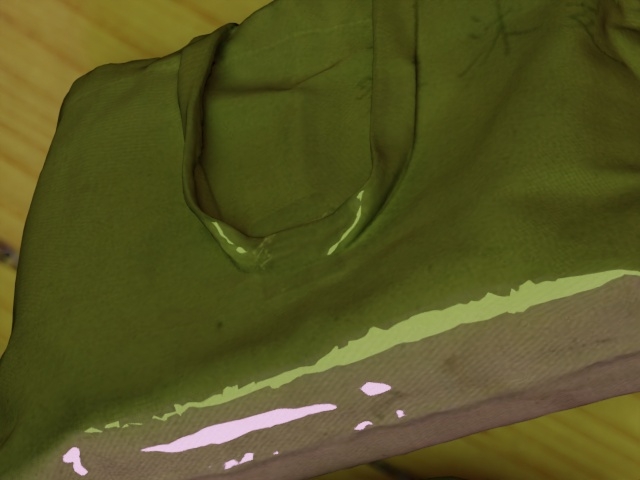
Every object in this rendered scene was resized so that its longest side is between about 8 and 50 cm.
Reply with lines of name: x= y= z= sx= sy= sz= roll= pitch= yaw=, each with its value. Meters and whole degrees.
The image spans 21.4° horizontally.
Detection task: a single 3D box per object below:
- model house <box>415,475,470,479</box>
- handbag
model house: x=0.026 y=0.240 z=0.747 sx=0.219 sy=0.199 sz=0.229 roll=21 pitch=131 yaw=52
handbag: x=0.003 y=-0.004 z=0.716 sx=0.315 sy=0.109 sz=0.253 roll=-17 pitch=46 yaw=16
